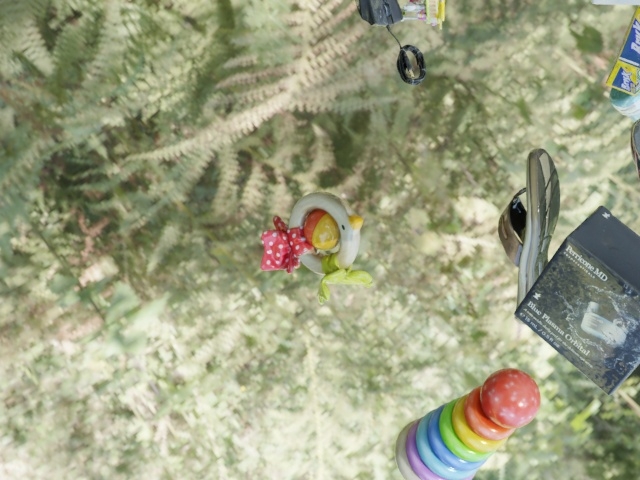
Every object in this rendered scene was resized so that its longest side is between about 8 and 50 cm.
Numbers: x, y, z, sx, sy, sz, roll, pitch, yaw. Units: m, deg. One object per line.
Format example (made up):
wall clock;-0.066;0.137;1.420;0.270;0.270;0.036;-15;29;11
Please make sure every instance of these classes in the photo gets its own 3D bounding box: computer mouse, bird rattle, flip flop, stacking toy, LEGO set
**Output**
computer mouse;0.125;-0.368;1.643;0.071;0.242;0.041;-14;152;-22
bird rattle;0.000;0.000;1.861;0.143;0.253;0.207;-9;127;-42
flip flop;0.313;-0.005;1.470;0.112;0.080;0.277;-30;127;-55
stacking toy;0.246;0.295;1.519;0.141;0.141;0.330;-17;157;-32
LEGO set;0.199;-0.509;1.979;0.287;0.107;0.132;-12;103;-79

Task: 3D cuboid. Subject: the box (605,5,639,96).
box;0.498;-0.306;1.481;0.059;0.054;0.169;99;16;-57

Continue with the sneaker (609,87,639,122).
sneaker;0.662;-0.292;1.709;0.208;0.127;0.319;43;72;-17

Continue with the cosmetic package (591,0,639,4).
cosmetic package;0.485;-0.377;1.274;0.117;0.231;0.085;-48;132;-29

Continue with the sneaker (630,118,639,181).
sneaker;0.486;-0.096;1.359;0.072;0.077;0.178;-12;101;8

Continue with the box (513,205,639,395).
box;0.344;0.073;1.151;0.093;0.156;0.158;-33;156;-39
